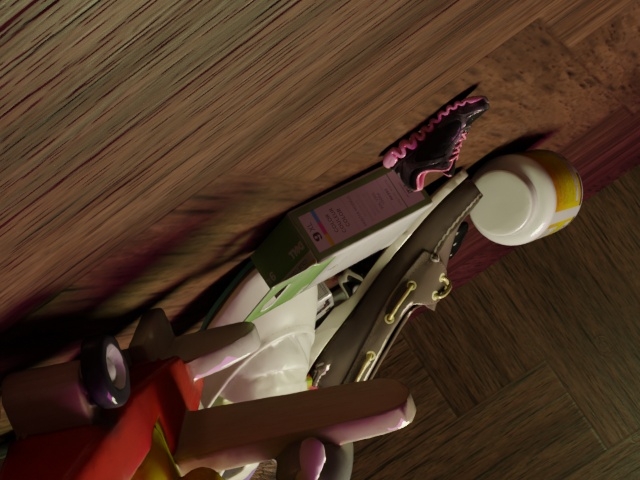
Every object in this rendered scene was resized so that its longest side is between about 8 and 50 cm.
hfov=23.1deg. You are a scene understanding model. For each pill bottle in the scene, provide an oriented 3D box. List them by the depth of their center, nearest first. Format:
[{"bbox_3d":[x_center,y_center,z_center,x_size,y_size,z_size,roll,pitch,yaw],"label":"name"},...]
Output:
[{"bbox_3d":[0.262,-0.057,2.035,0.117,0.117,0.215,-37,171,22],"label":"pill bottle"}]

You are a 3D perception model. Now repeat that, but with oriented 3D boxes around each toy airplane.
[{"bbox_3d":[-0.160,0.207,1.379,0.384,0.272,0.386,-16,-179,-32],"label":"toy airplane"}]

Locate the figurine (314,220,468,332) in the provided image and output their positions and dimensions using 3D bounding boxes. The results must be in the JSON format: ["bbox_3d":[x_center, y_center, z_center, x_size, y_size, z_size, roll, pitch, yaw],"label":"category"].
[{"bbox_3d":[0.095,0.061,2.216,0.209,0.092,0.215,-33,174,-35],"label":"figurine"}]

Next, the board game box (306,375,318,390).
[{"bbox_3d":[-0.065,0.192,2.035,0.092,0.043,0.181,-41,158,24],"label":"board game box"}]

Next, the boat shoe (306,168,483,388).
[{"bbox_3d":[0.100,0.060,1.921,0.324,0.097,0.116,-51,173,0],"label":"boat shoe"}]

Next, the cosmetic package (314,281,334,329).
[{"bbox_3d":[-0.037,0.084,1.900,0.099,0.060,0.239,-32,172,-3],"label":"cosmetic package"}]

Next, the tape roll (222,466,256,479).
[{"bbox_3d":[-0.150,0.265,2.120,0.189,0.080,0.189,-36,140,-38],"label":"tape roll"}]

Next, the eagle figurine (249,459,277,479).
[{"bbox_3d":[-0.142,0.301,2.339,0.298,0.226,0.225,-41,-170,15],"label":"eagle figurine"}]

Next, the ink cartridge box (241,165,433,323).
[{"bbox_3d":[0.000,0.000,1.544,0.209,0.062,0.109,-28,170,-32],"label":"ink cartridge box"}]

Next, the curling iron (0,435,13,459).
[{"bbox_3d":[-0.374,0.244,1.613,0.068,0.035,0.274,-38,171,28],"label":"curling iron"}]

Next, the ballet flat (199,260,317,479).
[{"bbox_3d":[-0.089,0.174,1.703,0.139,0.139,0.400,-24,155,-50],"label":"ballet flat"}]

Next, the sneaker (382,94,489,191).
[{"bbox_3d":[0.119,-0.091,1.498,0.119,0.057,0.047,-38,169,19],"label":"sneaker"}]
